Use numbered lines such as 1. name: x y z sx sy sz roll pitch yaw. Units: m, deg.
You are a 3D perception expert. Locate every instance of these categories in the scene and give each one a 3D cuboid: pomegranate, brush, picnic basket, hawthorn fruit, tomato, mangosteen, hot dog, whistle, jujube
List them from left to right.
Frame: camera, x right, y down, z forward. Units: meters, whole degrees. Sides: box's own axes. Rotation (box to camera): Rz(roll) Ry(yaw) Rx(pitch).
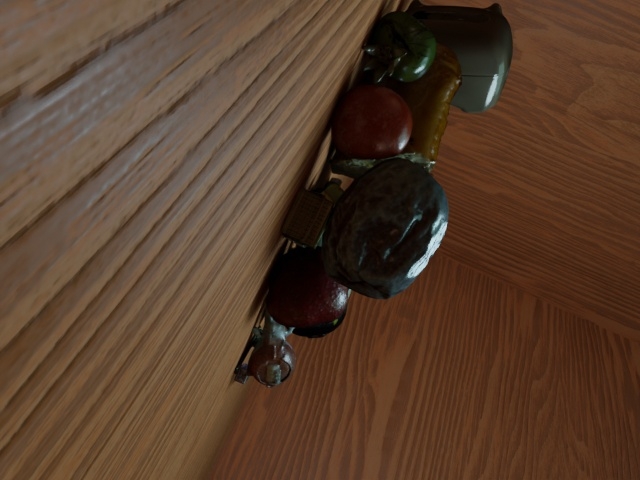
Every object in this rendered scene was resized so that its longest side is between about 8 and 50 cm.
1. brush: -0.217 0.341 1.424 0.190 0.028 0.034 -61 173 -54
2. whistle: -0.140 0.312 1.370 0.133 0.142 0.346 -75 173 -63
3. picnic basket: -0.028 -0.046 1.034 0.164 0.080 0.115 88 27 -85
4. hawthorn fruit: -0.026 0.095 1.183 0.230 0.211 0.265 37 60 -81
5. mangosteen: -0.033 0.234 1.762 0.288 0.288 0.287 24 90 -88
6. tomato: 0.111 -0.259 0.993 0.187 0.187 0.151 -62 150 -64
7. jujube: 0.137 -0.019 1.016 0.308 0.246 0.215 -45 -167 3
8. pomegranate: 0.165 -0.417 1.002 0.191 0.152 0.131 -37 156 -40
9. hot dog: 0.205 -0.351 1.228 0.367 0.196 0.365 8 -99 60

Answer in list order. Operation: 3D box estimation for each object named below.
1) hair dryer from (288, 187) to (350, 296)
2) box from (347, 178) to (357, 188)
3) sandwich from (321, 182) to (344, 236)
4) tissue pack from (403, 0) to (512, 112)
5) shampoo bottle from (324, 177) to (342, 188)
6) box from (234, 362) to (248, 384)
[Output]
1. hair dryer: 0.000 0.000 1.302 0.128 0.203 0.361 -58 156 -53
2. box: 0.173 -0.080 1.384 0.252 0.178 0.329 -53 -156 2
3. sandwich: 0.066 -0.032 1.214 0.117 0.144 0.187 -36 139 5
4. tissue pack: 0.388 -0.573 1.421 0.276 0.387 0.267 81 28 -46
5. shampoo bottle: 0.017 -0.120 1.431 0.074 0.074 0.192 110 4 -64
6. box: -0.254 0.443 1.523 0.117 0.036 0.050 110 4 -80
